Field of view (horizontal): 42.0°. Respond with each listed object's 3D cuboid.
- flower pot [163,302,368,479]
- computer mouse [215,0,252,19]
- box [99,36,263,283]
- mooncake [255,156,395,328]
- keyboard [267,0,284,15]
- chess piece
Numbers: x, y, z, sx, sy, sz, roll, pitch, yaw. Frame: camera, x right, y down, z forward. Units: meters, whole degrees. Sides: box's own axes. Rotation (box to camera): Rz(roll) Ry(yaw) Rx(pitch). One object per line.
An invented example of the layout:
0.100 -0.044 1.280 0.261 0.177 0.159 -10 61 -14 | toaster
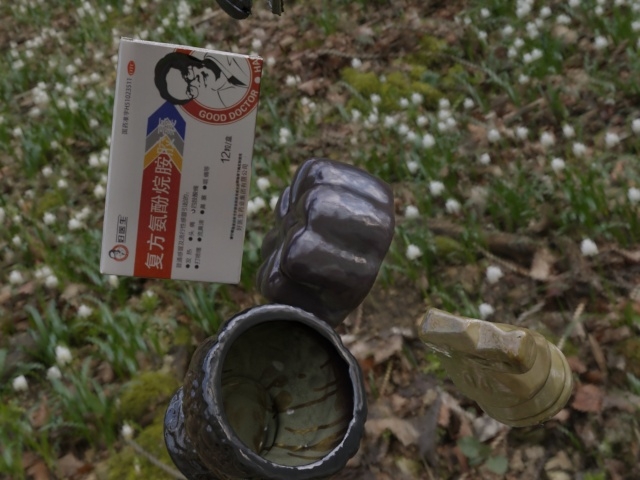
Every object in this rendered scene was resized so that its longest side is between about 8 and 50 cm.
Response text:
-0.101 0.256 1.249 0.266 0.267 0.267 -25 -8 -36 | flower pot
-0.194 -0.533 1.756 0.057 0.172 0.099 -11 -34 -32 | computer mouse
-0.214 -0.116 1.277 0.214 0.354 0.069 5 5 -15 | box
0.000 0.000 1.422 0.306 0.154 0.306 -60 15 27 | mooncake
-0.061 -0.313 0.965 0.015 0.129 0.049 -7 -45 -12 | keyboard
0.218 0.148 1.034 0.137 0.137 0.301 -25 -29 18 | chess piece
